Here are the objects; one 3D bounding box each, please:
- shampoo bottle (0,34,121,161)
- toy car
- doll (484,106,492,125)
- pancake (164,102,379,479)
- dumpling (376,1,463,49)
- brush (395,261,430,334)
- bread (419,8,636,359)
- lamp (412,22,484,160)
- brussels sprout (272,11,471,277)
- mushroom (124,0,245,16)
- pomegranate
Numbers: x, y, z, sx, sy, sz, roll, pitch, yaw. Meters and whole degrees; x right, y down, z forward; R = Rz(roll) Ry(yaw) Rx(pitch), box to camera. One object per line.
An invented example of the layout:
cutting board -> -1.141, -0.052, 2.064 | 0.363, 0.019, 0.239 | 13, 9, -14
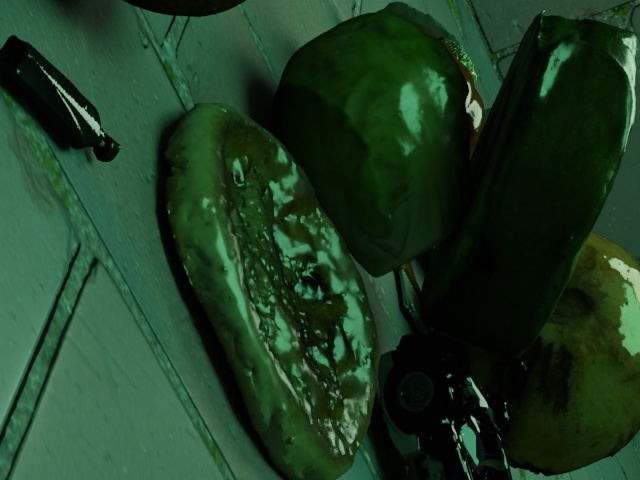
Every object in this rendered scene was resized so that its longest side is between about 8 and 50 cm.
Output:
shampoo bottle -> -0.181, -0.095, 1.134 | 0.137, 0.027, 0.048 | 50, 27, -55
toy car -> 0.140, 0.241, 1.703 | 0.193, 0.118, 0.301 | 25, 45, -57
doll -> 0.253, 0.014, 2.281 | 0.215, 0.226, 0.370 | 27, -46, 65
pancake -> -0.038, 0.036, 1.425 | 0.356, 0.065, 0.356 | 56, 21, -34
dumpling -> 0.117, -0.228, 2.231 | 0.105, 0.149, 0.217 | -7, 83, -34
brush -> 0.107, -0.006, 2.136 | 0.090, 0.017, 0.314 | 60, 17, -45
bread -> 0.227, -0.057, 1.742 | 0.382, 0.129, 0.366 | 115, -5, -69
lamp -> 0.096, -0.160, 1.931 | 0.223, 0.196, 0.223 | 43, -21, 20
brussels sprout -> 0.061, -0.103, 1.691 | 0.219, 0.210, 0.271 | 110, -39, -76
mushroom -> -0.152, -0.346, 1.260 | 0.345, 0.239, 0.345 | 175, -90, -88
pomegranate -> 0.294, 0.137, 2.055 | 0.322, 0.322, 0.322 | -20, 90, -76
